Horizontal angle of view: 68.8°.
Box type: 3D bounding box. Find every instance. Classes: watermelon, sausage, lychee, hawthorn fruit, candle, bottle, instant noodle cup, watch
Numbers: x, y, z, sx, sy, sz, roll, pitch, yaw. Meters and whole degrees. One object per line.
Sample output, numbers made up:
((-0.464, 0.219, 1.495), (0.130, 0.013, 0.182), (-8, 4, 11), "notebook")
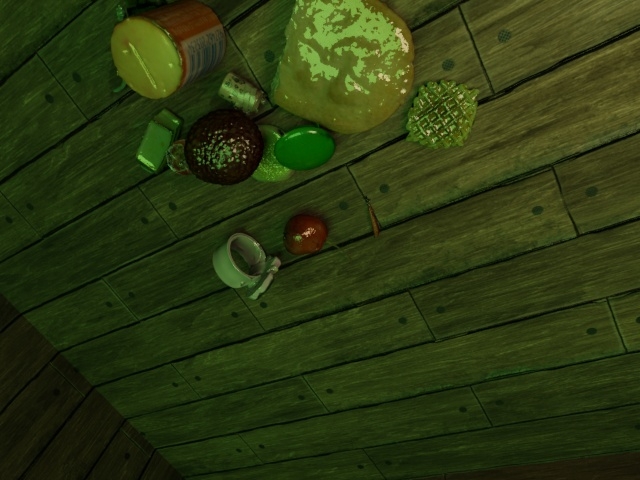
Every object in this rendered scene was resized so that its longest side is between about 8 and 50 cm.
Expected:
((-0.567, -0.730, 1.474), (0.125, 0.135, 0.094), (26, 161, -6), "watermelon")
((-0.446, -0.582, 1.411), (0.233, 0.287, 0.233), (9, 128, 12), "sausage")
((-0.318, -0.306, 1.546), (0.261, 0.260, 0.260), (7, 122, 11), "lychee")
((0.000, 0.000, 1.750), (0.286, 0.165, 0.165), (19, 124, -9), "hawthorn fruit")
((0.190, -0.088, 1.711), (0.026, 0.021, 0.167), (-13, 116, 11), "candle")
((-0.253, -0.478, 1.542), (0.152, 0.099, 0.099), (30, 124, -9), "bottle")
((-0.490, -0.297, 1.675), (0.127, 0.136, 0.127), (-3, 100, -19), "instant noodle cup")
((-0.292, 0.093, 1.816), (0.196, 0.244, 0.231), (-32, 116, 30), "watch")

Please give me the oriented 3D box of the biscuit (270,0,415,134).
((0.060, -0.528, 1.421), (0.446, 0.104, 0.429), (30, 124, -5), "biscuit")

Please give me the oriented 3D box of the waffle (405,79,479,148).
((0.377, -0.389, 1.454), (0.208, 0.054, 0.213), (12, 118, 11), "waffle")

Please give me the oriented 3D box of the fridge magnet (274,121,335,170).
((-0.052, -0.309, 1.562), (0.208, 0.088, 0.208), (-7, 151, -4), "fridge magnet")

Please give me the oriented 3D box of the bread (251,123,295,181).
((-0.189, -0.302, 1.669), (0.229, 0.033, 0.228), (6, 122, 9), "bread")

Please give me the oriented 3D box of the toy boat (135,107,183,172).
((-0.601, -0.348, 1.719), (0.111, 0.084, 0.276), (34, 122, -9), "toy boat")

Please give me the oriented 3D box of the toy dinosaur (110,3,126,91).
((-0.629, -0.584, 1.529), (0.205, 0.092, 0.393), (64, 154, -6), "toy dinosaur")
